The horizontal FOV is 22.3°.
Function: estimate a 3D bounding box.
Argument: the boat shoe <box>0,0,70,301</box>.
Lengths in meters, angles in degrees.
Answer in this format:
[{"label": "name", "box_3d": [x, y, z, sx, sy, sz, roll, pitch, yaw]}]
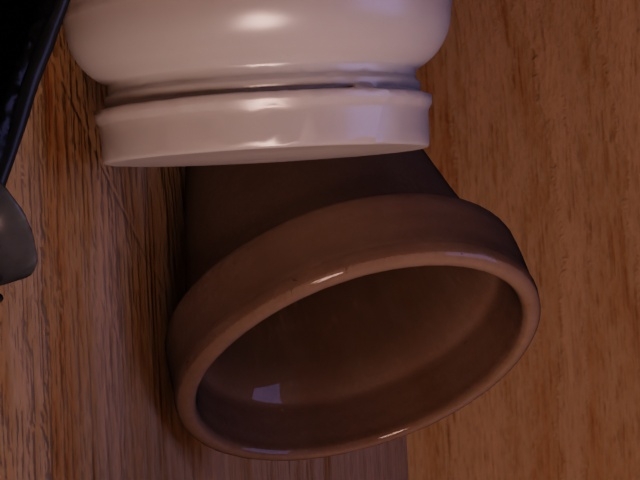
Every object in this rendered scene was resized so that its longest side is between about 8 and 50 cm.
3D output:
[{"label": "boat shoe", "box_3d": [-0.151, -0.014, 0.571, 0.340, 0.113, 0.127, -82, 167, -47]}]

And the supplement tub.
[{"label": "supplement tub", "box_3d": [-0.040, -0.205, 0.945, 0.228, 0.228, 0.316, -4, 91, -80]}]

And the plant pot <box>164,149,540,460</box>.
[{"label": "plant pot", "box_3d": [0.000, 0.000, 1.174, 0.263, 0.263, 0.229, 72, -1, -56]}]
